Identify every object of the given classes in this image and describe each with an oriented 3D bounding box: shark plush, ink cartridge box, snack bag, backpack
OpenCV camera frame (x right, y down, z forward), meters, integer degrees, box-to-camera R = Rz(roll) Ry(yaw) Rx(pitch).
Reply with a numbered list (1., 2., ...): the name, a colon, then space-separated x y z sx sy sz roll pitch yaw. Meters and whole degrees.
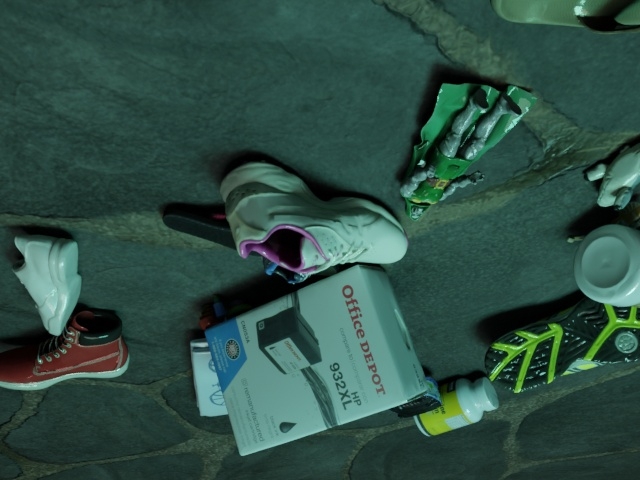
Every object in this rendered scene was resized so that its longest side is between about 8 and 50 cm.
1. shark plush: 0.443 -0.113 0.848 0.067 0.073 0.161 1 125 -40
2. ink cartridge box: -0.011 0.198 1.002 0.307 0.223 0.129 -24 165 20
3. snack bag: -0.096 0.278 1.271 0.342 0.037 0.323 -4 142 -10
4. backpack: 0.207 0.341 1.352 0.114 0.084 0.105 -21 141 27

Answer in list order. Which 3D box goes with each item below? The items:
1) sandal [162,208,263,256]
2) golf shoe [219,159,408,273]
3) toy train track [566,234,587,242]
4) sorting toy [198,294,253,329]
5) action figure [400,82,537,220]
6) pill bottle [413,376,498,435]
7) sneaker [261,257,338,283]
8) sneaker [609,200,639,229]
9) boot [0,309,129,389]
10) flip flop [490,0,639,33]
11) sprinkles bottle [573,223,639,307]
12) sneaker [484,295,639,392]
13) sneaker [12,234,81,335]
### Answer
1. sandal: -0.138 -0.021 0.878 0.179 0.040 0.067 18 150 -4
2. golf shoe: 0.000 0.000 0.844 0.306 0.140 0.115 17 136 -28
3. toy train track: 0.452 -0.001 1.000 0.083 0.014 0.048 -2 142 -4
4. sorting toy: -0.172 0.122 1.065 0.102 0.042 0.061 -22 157 1
5. action figure: 0.169 -0.104 0.798 0.137 0.063 0.232 5 145 -19
6. pill bottle: 0.314 0.383 1.406 0.184 0.103 0.103 -29 137 26
7. sneaker: -0.033 0.046 0.963 0.135 0.058 0.052 11 139 -22
8. sneaker: 0.491 -0.037 0.949 0.037 0.032 0.083 -5 152 -10
9. boot: -0.473 0.184 1.067 0.244 0.088 0.176 -5 143 -14
10. flip flop: 0.312 -0.252 0.603 0.277 0.080 0.112 -4 142 -3
11. sprinkles bottle: 0.573 0.065 0.986 0.355 0.121 0.121 12 139 -31
12. sneaker: 0.505 0.182 1.177 0.384 0.145 0.147 -17 172 10
13. sneaker: -0.430 0.064 0.935 0.094 0.080 0.212 15 132 -7
